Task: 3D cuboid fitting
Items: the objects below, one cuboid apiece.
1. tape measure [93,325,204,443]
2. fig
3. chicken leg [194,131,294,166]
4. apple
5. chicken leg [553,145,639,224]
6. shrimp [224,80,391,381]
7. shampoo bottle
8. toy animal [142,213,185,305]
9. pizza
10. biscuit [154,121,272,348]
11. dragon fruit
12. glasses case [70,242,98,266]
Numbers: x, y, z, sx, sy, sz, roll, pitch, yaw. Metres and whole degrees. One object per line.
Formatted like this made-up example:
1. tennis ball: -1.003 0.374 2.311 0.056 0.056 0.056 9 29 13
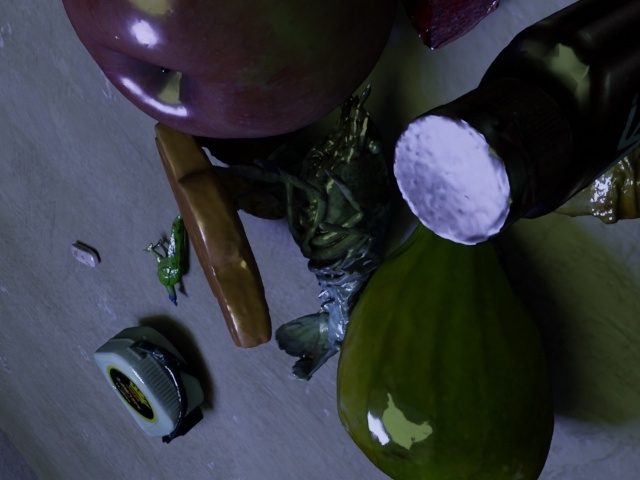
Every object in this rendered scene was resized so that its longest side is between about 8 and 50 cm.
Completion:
1. tape measure: -0.286 0.266 1.478 0.207 0.115 0.235 -14 112 53
2. fig: 0.133 0.104 0.842 0.233 0.233 0.314 -22 54 53
3. chicken leg: -0.103 -0.182 0.979 0.177 0.083 0.322 52 142 24
4. apple: -0.077 -0.214 0.692 0.306 0.235 0.305 22 163 7
5. chicken leg: 0.252 -0.060 0.637 0.228 0.088 0.103 12 111 49
6. shrimp: 0.004 -0.003 0.920 0.410 0.166 0.221 80 163 -47
7. shampoo bottle: 0.175 -0.098 0.499 0.084 0.323 0.129 39 138 24
8. toy animal: -0.245 0.013 1.305 0.075 0.041 0.217 37 135 24
9. pizza: -0.109 -0.060 1.064 0.160 0.035 0.099 17 165 49
10. biscuit: -0.123 -0.014 0.929 0.355 0.052 0.275 -140 31 -71
11. dragon fruit: 0.115 -0.239 0.678 0.147 0.096 0.102 85 159 -78
12. glasses case: -0.456 0.028 1.572 0.083 0.021 0.032 20 127 40
